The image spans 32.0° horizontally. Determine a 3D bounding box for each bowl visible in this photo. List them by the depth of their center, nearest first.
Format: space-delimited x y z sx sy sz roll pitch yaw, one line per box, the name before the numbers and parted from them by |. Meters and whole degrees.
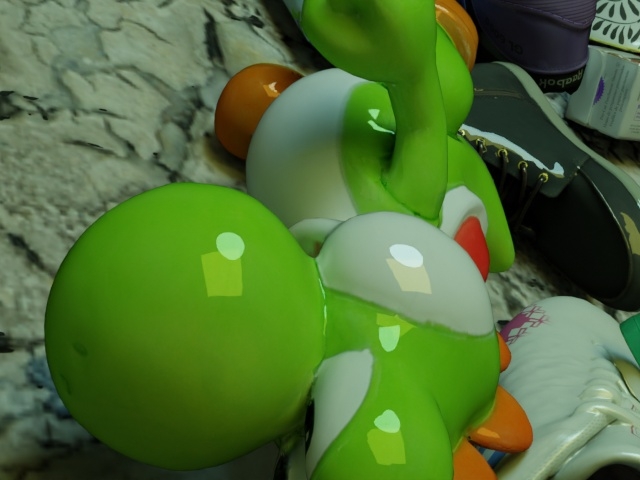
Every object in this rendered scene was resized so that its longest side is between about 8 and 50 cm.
bowl | 0.281 -0.208 0.963 0.170 0.080 0.170 11 17 -3

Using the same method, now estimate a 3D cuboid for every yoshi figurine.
yoshi figurine | -0.018 -0.018 0.511 0.203 0.203 0.362 -9 35 9

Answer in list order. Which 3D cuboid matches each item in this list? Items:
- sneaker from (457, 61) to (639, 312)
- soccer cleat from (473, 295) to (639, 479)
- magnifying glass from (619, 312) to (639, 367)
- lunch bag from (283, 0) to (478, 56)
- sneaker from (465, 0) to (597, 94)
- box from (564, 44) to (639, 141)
sneaker | 0.124 -0.032 0.737 0.118 0.083 0.222 -8 48 -33
soccer cleat | 0.128 0.113 0.528 0.116 0.143 0.331 35 38 0
magnifying glass | 0.226 0.125 0.602 0.231 0.026 0.092 52 15 -26
lunch bag | 0.042 -0.192 0.827 0.151 0.096 0.128 14 39 -46
sneaker | 0.133 -0.195 0.900 0.107 0.124 0.283 -9 26 -7
box | 0.350 -0.117 0.975 0.324 0.067 0.063 -1 23 -35
